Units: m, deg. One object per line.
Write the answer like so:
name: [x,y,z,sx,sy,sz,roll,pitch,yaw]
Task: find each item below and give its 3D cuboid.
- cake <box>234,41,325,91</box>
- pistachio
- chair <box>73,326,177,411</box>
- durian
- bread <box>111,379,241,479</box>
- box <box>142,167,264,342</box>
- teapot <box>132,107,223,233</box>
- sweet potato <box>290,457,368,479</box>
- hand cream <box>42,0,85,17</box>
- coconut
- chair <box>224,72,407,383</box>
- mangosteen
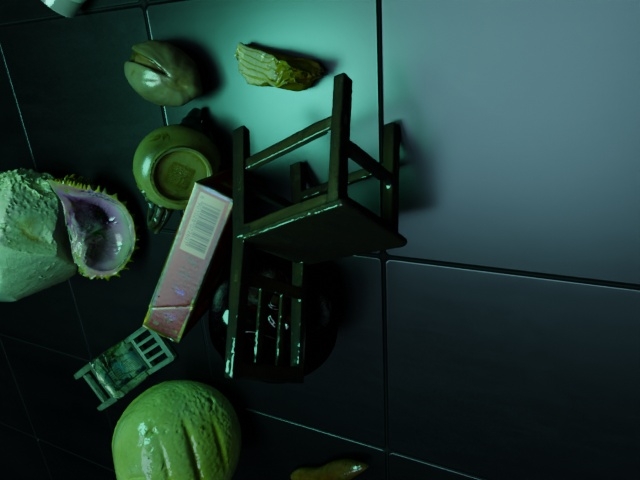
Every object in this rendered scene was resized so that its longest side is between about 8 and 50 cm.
cake: [-0.094,-0.298,0.835,0.185,0.116,0.079,22,121,12]
pistachio: [-0.317,-0.332,0.935,0.185,0.124,0.124,34,124,29]
chair: [-0.559,0.361,1.334,0.270,0.147,0.136,-32,94,35]
durian: [-0.538,-0.035,1.167,0.187,0.154,0.260,11,115,-1]
bread: [-0.360,0.523,1.206,0.237,0.320,0.320,-13,105,38]
box: [-0.228,0.023,0.940,0.089,0.197,0.313,26,108,-1]
teapot: [-0.305,-0.148,0.982,0.173,0.182,0.269,18,107,-30]
sweet potato: [0.020,0.592,1.191,0.264,0.057,0.057,-33,94,35]
hand cream: [-0.475,-0.575,0.937,0.248,0.083,0.133,-40,91,23]
coconut: [-0.755,-0.002,1.150,0.297,0.297,0.309,-30,57,33]
chair: [0.000,0.000,0.740,0.241,0.203,0.416,-15,67,30]
mangosteen: [-0.103,0.166,0.964,0.288,0.233,0.287,2,133,2]
